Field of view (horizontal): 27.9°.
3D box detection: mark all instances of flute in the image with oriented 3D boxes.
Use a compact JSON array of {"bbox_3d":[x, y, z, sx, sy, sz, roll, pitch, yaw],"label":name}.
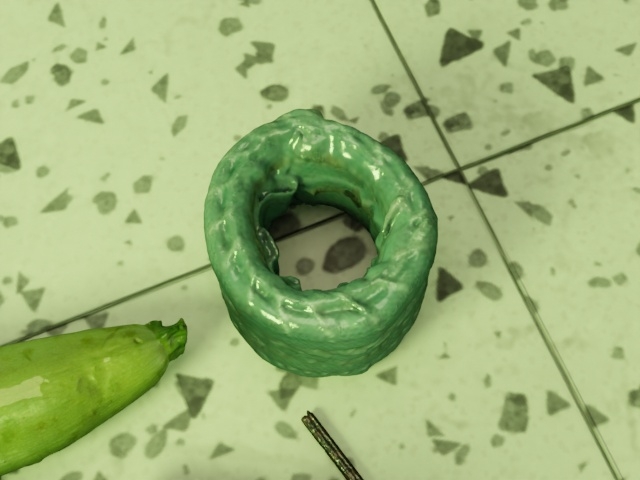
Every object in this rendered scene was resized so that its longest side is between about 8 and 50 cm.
[{"bbox_3d":[0.066,0.251,1.103,0.014,0.014,0.269,-35,68,-12],"label":"flute"}]

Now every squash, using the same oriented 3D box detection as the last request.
[{"bbox_3d":[-0.288,0.151,1.116,0.371,0.118,0.118,-15,66,-9],"label":"squash"}]

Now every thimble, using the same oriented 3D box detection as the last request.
[{"bbox_3d":[0.000,0.000,1.150,0.199,0.143,0.235,-10,66,-3],"label":"thimble"}]
